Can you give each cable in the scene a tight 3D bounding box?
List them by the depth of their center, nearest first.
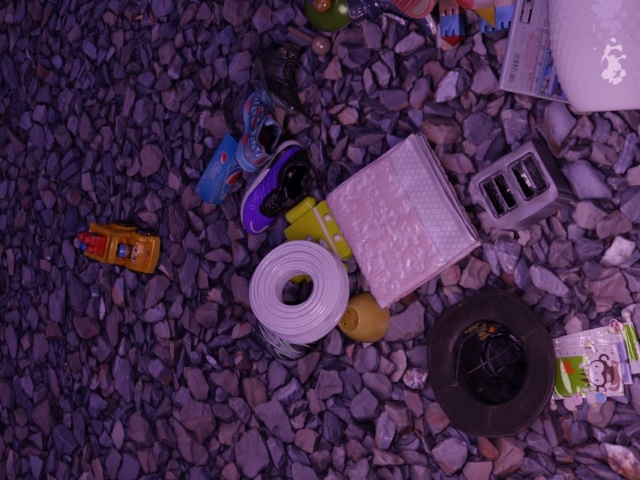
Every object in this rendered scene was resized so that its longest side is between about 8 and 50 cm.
[{"bbox_3d":[-0.053,0.126,1.869,0.257,0.089,0.257,-38,62,0],"label":"cable"}]

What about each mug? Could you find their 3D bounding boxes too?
[{"bbox_3d":[0.635,-0.422,1.445,0.374,0.276,0.328,-2,99,6],"label":"mug"}]

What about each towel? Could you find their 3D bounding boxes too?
[{"bbox_3d":[0.191,-0.049,1.800,0.317,0.053,0.332,-37,68,29],"label":"towel"}]

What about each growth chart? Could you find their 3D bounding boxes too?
[{"bbox_3d":[0.580,0.267,1.589,0.237,0.021,0.172,-26,75,33],"label":"growth chart"}]

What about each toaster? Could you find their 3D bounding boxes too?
[{"bbox_3d":[0.446,-0.114,1.641,0.168,0.110,0.185,-33,71,31],"label":"toaster"}]

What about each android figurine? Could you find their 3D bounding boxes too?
[{"bbox_3d":[0.000,0.000,1.989,0.273,0.056,0.248,-35,69,31],"label":"android figurine"}]

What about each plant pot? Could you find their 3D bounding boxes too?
[{"bbox_3d":[0.096,0.198,1.888,0.134,0.095,0.134,-1,88,36],"label":"plant pot"}]

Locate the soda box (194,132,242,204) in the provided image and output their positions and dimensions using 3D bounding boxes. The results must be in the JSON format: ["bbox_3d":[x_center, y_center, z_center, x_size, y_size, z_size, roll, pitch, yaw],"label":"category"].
[{"bbox_3d":[-0.285,-0.209,2.188,0.071,0.067,0.210,45,113,27],"label":"soda box"}]

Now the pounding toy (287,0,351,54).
[{"bbox_3d":[-0.006,-0.637,1.977,0.183,0.110,0.237,43,112,29],"label":"pounding toy"}]

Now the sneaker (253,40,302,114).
[{"bbox_3d":[-0.096,-0.461,2.050,0.130,0.087,0.227,-42,61,34],"label":"sneaker"}]

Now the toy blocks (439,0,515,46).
[{"bbox_3d":[0.401,-0.583,1.661,0.381,0.191,0.261,0,101,28],"label":"toy blocks"}]

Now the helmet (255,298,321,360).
[{"bbox_3d":[-0.090,0.239,1.977,0.169,0.161,0.169,-1,88,35],"label":"helmet"}]

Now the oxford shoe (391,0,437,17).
[{"bbox_3d":[0.178,-0.693,1.691,0.140,0.146,0.397,-31,83,50],"label":"oxford shoe"}]

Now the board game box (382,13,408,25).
[{"bbox_3d":[0.137,-0.746,1.836,0.319,0.066,0.318,28,106,8],"label":"board game box"}]

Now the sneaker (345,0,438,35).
[{"bbox_3d":[0.163,-0.544,1.778,0.163,0.086,0.226,-38,80,7],"label":"sneaker"}]

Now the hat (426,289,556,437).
[{"bbox_3d":[0.396,0.283,1.650,0.331,0.134,0.331,-19,59,35],"label":"hat"}]

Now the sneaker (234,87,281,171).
[{"bbox_3d":[-0.146,-0.313,2.039,0.125,0.104,0.262,-16,58,42],"label":"sneaker"}]

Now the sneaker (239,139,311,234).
[{"bbox_3d":[-0.118,-0.123,2.019,0.293,0.102,0.146,-60,38,19],"label":"sneaker"}]

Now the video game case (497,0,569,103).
[{"bbox_3d":[0.492,-0.412,1.590,0.023,0.193,0.212,-140,60,-77],"label":"video game case"}]

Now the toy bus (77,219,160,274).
[{"bbox_3d":[-0.652,0.018,2.356,0.220,0.211,0.149,19,98,33],"label":"toy bus"}]
